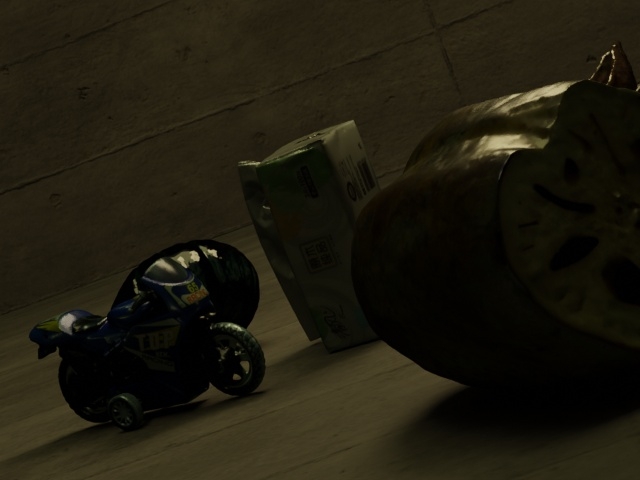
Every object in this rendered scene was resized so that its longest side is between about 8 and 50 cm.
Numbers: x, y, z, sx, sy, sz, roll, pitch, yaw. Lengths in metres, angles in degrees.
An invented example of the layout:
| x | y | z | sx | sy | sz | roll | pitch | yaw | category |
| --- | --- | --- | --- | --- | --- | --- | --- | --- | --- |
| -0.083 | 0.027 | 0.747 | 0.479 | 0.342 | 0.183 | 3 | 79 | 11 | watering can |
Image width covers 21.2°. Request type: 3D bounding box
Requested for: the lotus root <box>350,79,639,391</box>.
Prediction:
| x | y | z | sx | sy | sz | roll | pitch | yaw | category |
| --- | --- | --- | --- | --- | --- | --- | --- | --- | --- |
| 0.161 | 0.006 | 1.384 | 0.250 | 0.250 | 0.346 | -23 | 6 | -24 | lotus root |

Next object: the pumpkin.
| x | y | z | sx | sy | sz | roll | pitch | yaw | category |
| --- | --- | --- | --- | --- | --- | --- | --- | --- | --- |
| -0.165 | 0.081 | 2.095 | 0.194 | 0.150 | 0.194 | -27 | 3 | 1 | pumpkin |

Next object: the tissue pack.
| x | y | z | sx | sy | sz | roll | pitch | yaw | category |
| --- | --- | --- | --- | --- | --- | --- | --- | --- | --- |
| 0.000 | 0.000 | 1.930 | 0.145 | 0.229 | 0.159 | -20 | 7 | 17 | tissue pack |

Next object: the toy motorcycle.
| x | y | z | sx | sy | sz | roll | pitch | yaw | category |
| --- | --- | --- | --- | --- | --- | --- | --- | --- | --- |
| -0.197 | 0.111 | 1.888 | 0.315 | 0.169 | 0.113 | -14 | 10 | 38 | toy motorcycle |

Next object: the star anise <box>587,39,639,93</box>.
| x | y | z | sx | sy | sz | roll | pitch | yaw | category |
| --- | --- | --- | --- | --- | --- | --- | --- | --- | --- |
| 0.285 | -0.056 | 1.576 | 0.349 | 0.109 | 0.292 | -55 | 40 | 4 | star anise |

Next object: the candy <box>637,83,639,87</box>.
| x | y | z | sx | sy | sz | roll | pitch | yaw | category |
| --- | --- | --- | --- | --- | --- | --- | --- | --- | --- |
| 0.300 | -0.086 | 2.104 | 0.359 | 0.145 | 0.208 | -13 | 9 | 47 | candy |
